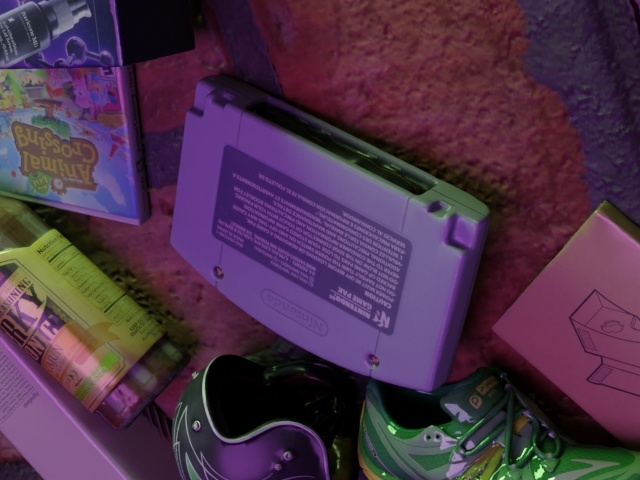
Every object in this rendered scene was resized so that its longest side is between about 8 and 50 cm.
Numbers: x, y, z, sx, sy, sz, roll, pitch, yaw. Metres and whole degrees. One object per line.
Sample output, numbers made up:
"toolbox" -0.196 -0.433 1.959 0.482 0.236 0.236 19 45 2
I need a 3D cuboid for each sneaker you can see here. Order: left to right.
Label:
"sneaker" 0.151 0.178 1.317 0.295 0.109 0.124 8 119 34

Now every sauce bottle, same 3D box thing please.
"sauce bottle" -0.286 0.038 1.511 0.344 0.111 0.111 41 130 2

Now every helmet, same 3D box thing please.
"helmet" -0.055 0.189 1.426 0.161 0.169 0.169 -3 115 15

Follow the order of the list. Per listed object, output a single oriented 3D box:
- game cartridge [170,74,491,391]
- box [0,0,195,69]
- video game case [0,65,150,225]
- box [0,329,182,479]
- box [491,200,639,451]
"game cartridge" 0.000 0.000 1.337 0.297 0.062 0.198 29 130 25
"box" -0.224 -0.228 1.322 0.207 0.108 0.153 2 105 31
"video game case" -0.263 -0.121 1.476 0.212 0.023 0.193 12 121 27
"box" -0.241 0.193 1.590 0.275 0.094 0.113 49 131 0
"box" 0.260 0.086 1.261 0.201 0.021 0.164 41 130 7
